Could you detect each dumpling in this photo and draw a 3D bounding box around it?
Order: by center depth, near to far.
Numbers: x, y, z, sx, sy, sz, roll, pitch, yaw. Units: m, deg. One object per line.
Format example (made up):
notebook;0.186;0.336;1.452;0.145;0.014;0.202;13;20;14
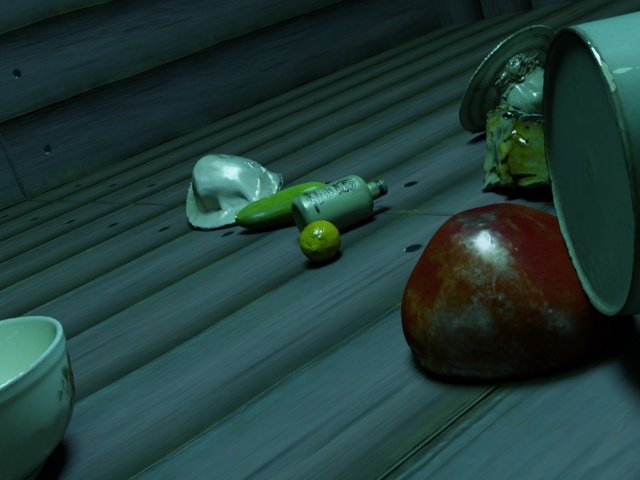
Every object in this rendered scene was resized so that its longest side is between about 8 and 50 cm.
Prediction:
dumpling;-0.190;-0.092;1.768;0.247;0.142;0.173;6;63;41

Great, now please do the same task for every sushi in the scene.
sushi;0.324;-0.133;1.368;0.131;0.139;0.291;-1;13;-15

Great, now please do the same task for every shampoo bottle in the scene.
shampoo bottle;0.037;-0.061;1.466;0.162;0.079;0.079;-23;17;-16

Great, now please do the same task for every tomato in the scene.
tomato;0.182;0.037;0.899;0.233;0.140;0.200;-8;25;28

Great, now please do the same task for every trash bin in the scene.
trash bin;0.427;-0.090;0.735;0.431;0.281;0.280;-9;17;1

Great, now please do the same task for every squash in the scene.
squash;-0.064;-0.059;1.597;0.201;0.066;0.066;-13;17;22

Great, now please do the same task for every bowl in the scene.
bowl;-0.383;0.201;0.946;0.277;0.145;0.277;-17;18;6

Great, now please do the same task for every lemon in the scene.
lemon;0.000;0.000;1.341;0.062;0.062;0.083;-13;19;16

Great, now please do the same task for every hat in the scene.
hat;0.394;-0.276;1.706;0.252;0.252;0.110;-26;56;-25
